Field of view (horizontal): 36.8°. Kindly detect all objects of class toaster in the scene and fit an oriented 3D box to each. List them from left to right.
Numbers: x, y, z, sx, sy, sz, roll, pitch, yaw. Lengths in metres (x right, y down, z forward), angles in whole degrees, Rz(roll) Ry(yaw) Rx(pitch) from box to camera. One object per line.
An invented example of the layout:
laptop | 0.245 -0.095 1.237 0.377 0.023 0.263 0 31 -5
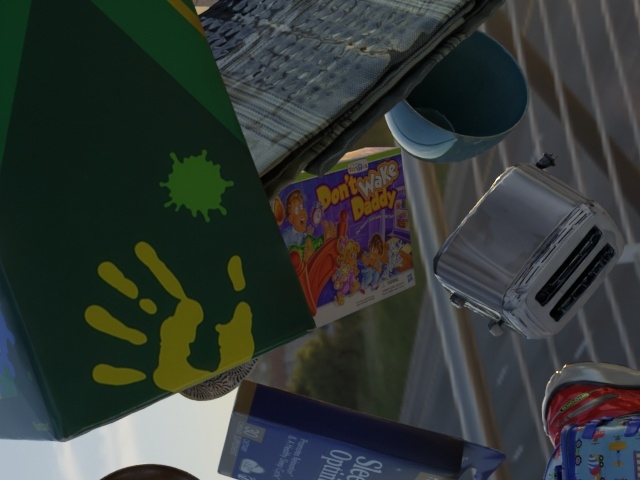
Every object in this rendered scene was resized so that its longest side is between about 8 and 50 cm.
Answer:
toaster | 0.258 0.010 1.159 0.129 0.227 0.146 43 176 -41

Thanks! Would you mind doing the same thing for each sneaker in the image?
sneaker | 0.388 0.206 1.057 0.118 0.279 0.107 -78 -22 -45

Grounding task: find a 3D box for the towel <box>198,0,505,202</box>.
towel | -0.029 -0.163 0.871 0.324 0.312 0.056 30 156 49

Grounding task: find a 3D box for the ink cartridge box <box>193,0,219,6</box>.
ink cartridge box | -0.169 -0.403 1.217 0.117 0.283 0.207 26 119 46

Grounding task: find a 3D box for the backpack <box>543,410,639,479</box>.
backpack | 0.261 0.228 0.847 0.173 0.116 0.158 -17 65 58

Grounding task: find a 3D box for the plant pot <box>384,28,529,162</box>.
plant pot | 0.241 -0.266 1.922 0.195 0.290 0.290 119 148 -55

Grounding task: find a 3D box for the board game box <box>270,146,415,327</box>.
board game box | 0.000 0.000 1.467 0.078 0.347 0.233 3 106 43

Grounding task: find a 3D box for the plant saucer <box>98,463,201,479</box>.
plant saucer | -0.284 0.529 1.584 0.050 0.310 0.311 -45 48 54

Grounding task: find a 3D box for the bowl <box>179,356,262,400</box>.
bowl | -0.138 0.089 1.093 0.080 0.170 0.170 19 126 39

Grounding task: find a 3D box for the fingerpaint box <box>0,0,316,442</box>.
fingerpaint box | -0.231 -0.059 0.673 0.445 0.163 0.371 -19 92 60

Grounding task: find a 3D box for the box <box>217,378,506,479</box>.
box | 0.030 0.189 0.812 0.136 0.225 0.037 107 177 -54
